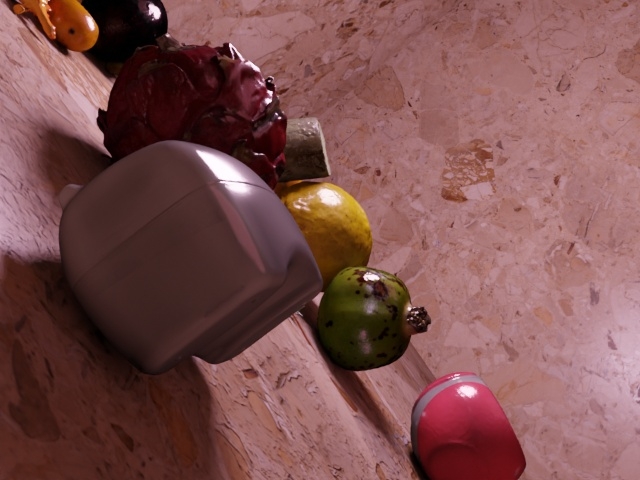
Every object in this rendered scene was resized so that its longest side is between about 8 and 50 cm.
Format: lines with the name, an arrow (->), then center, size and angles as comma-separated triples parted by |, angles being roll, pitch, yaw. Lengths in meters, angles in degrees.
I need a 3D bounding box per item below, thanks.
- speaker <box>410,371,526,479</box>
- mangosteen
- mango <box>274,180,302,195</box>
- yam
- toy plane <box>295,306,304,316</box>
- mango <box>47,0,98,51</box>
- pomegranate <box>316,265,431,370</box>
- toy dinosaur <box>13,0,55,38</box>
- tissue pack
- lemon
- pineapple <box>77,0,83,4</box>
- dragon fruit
speaker -> 0.342, 0.452, 1.833 | 0.294, 0.294, 0.294 | 51, 6, -7
mangosteen -> -0.455, -0.476, 1.837 | 0.211, 0.212, 0.249 | -115, -163, -65
mango -> -0.164, -0.145, 2.109 | 0.177, 0.120, 0.295 | 40, -24, -30
yam -> -0.111, -0.216, 1.918 | 0.161, 0.268, 0.161 | 174, -90, -86
toy plane -> -0.072, 0.138, 1.727 | 0.083, 0.033, 0.080 | 41, 11, -25
mango -> -0.523, -0.458, 1.610 | 0.165, 0.089, 0.115 | 50, 4, 10
pomegranate -> 0.117, 0.179, 1.816 | 0.254, 0.271, 0.254 | -5, 90, -66
toy dinosaur -> -0.588, -0.506, 1.526 | 0.288, 0.070, 0.117 | 56, -4, 5
tissue pack -> -0.150, 0.011, 0.937 | 0.236, 0.229, 0.333 | 55, 7, 11
lemon -> -0.002, -0.004, 1.955 | 0.316, 0.285, 0.285 | 17, 25, -31
pineapple -> -0.557, -0.645, 2.045 | 0.279, 0.158, 0.157 | 38, 12, -33
dragon fruit -> -0.205, -0.171, 1.308 | 0.329, 0.329, 0.329 | 51, 6, -7
